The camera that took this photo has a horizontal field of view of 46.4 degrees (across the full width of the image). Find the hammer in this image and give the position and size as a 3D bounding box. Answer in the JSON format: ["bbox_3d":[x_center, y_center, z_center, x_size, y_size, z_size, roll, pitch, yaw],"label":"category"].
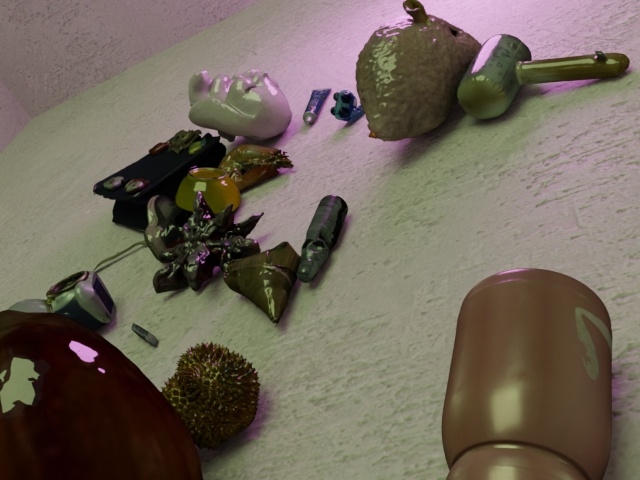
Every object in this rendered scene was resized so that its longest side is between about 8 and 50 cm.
[{"bbox_3d":[0.427,-0.322,1.425,0.306,0.113,0.202,3,47,35],"label":"hammer"}]

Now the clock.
[{"bbox_3d":[-0.569,0.173,1.588,0.243,0.146,0.199,-30,24,-4],"label":"clock"}]

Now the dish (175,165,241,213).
[{"bbox_3d":[-0.265,-0.126,1.742,0.149,0.080,0.208,-14,27,-35],"label":"dish"}]

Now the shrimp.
[{"bbox_3d":[-0.164,-0.176,1.811,0.267,0.061,0.145,2,56,39],"label":"shrimp"}]

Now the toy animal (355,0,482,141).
[{"bbox_3d":[0.183,-0.340,1.540,0.358,0.226,0.188,-51,7,-33],"label":"toy animal"}]

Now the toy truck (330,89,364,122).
[{"bbox_3d":[0.075,-0.320,1.793,0.056,0.090,0.073,27,108,57],"label":"toy truck"}]

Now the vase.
[{"bbox_3d":[0.000,0.000,1.378,0.060,0.060,0.211,-14,35,30],"label":"vase"}]

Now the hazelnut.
[{"bbox_3d":[-0.338,0.286,0.940,0.353,0.420,0.421,-3,18,-26],"label":"hazelnut"}]

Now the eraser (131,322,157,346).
[{"bbox_3d":[-0.345,0.184,1.469,0.019,0.027,0.099,-52,33,-17],"label":"eraser"}]

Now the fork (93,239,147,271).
[{"bbox_3d":[-0.478,0.028,1.847,0.219,0.028,0.034,-32,29,10],"label":"fork"}]

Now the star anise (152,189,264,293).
[{"bbox_3d":[-0.241,0.014,1.545,0.283,0.129,0.212,-8,54,44],"label":"star anise"}]

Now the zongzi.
[{"bbox_3d":[-0.119,0.096,1.342,0.160,0.078,0.176,-21,39,33],"label":"zongzi"}]

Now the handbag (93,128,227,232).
[{"bbox_3d":[-0.422,-0.177,2.005,0.329,0.122,0.303,-44,30,-23],"label":"handbag"}]

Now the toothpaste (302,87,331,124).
[{"bbox_3d":[-0.014,-0.356,1.963,0.057,0.034,0.197,-3,36,17],"label":"toothpaste"}]

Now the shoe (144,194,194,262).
[{"bbox_3d":[-0.344,-0.040,1.752,0.112,0.099,0.227,-20,34,9],"label":"shoe"}]

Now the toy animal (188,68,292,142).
[{"bbox_3d":[-0.188,-0.347,1.966,0.272,0.205,0.265,-12,23,-43],"label":"toy animal"}]

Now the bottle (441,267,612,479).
[{"bbox_3d":[0.228,0.186,0.770,0.207,0.173,0.296,14,43,9],"label":"bottle"}]

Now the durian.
[{"bbox_3d":[-0.167,0.234,1.121,0.168,0.137,0.158,17,72,38],"label":"durian"}]
